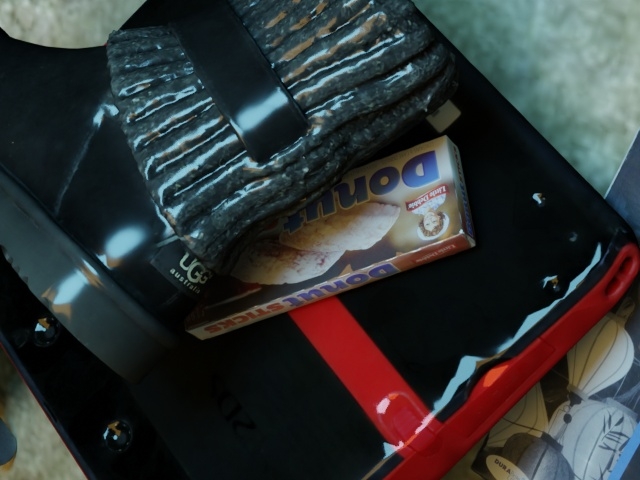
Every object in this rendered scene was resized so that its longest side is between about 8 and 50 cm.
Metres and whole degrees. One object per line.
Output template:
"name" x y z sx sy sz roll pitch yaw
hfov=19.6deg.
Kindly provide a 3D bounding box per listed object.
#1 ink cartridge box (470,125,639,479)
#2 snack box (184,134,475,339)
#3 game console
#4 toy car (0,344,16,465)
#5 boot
"ink cartridge box" 0.220 0.036 1.018 0.165 0.065 0.332 36 115 29
"snack box" 0.000 0.000 1.050 0.178 0.022 0.064 -20 60 21
"game console" -0.039 0.005 1.119 0.342 0.060 0.386 -44 57 6
"toy car" -0.269 0.093 1.345 0.149 0.155 0.188 6 109 37
"boot" -0.097 -0.101 1.079 0.260 0.131 0.348 -46 51 1
